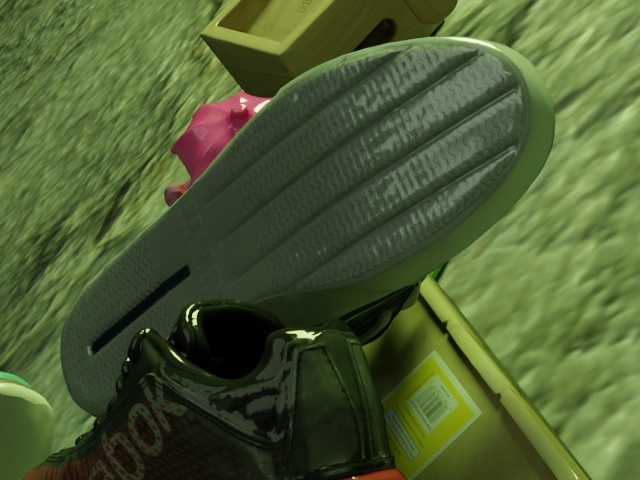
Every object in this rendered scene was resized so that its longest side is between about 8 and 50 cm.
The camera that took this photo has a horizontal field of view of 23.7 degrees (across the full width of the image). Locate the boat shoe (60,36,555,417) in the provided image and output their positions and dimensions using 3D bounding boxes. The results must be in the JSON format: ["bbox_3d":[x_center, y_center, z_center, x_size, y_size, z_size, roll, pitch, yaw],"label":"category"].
[{"bbox_3d":[0.000,0.000,0.819,0.335,0.119,0.121,-31,64,34],"label":"boat shoe"}]

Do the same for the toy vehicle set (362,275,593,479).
[{"bbox_3d":[0.033,0.122,0.778,0.166,0.035,0.267,-44,25,6],"label":"toy vehicle set"}]

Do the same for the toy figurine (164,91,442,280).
[{"bbox_3d":[-0.032,-0.017,0.944,0.173,0.159,0.130,-32,28,30],"label":"toy figurine"}]

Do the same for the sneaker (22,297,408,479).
[{"bbox_3d":[-0.064,0.100,0.749,0.276,0.098,0.135,-15,82,47],"label":"sneaker"}]

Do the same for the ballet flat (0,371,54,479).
[{"bbox_3d":[-0.318,0.241,1.083,0.400,0.139,0.139,-37,26,30],"label":"ballet flat"}]

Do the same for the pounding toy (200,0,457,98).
[{"bbox_3d":[0.042,-0.171,1.150,0.181,0.094,0.206,-47,33,-13],"label":"pounding toy"}]
